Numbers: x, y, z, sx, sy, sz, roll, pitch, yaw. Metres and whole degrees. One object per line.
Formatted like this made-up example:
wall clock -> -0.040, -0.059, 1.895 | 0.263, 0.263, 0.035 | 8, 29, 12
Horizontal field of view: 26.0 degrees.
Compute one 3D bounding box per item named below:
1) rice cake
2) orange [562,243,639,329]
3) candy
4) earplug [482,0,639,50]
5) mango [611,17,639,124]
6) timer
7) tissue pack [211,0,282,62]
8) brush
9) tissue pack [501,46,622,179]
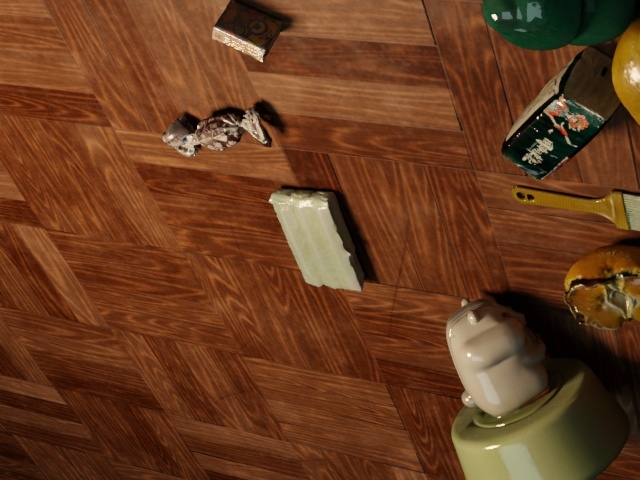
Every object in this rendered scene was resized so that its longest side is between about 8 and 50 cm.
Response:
rice cake -> 0.000, 0.000, 2.339 | 0.127, 0.043, 0.237 | 7, 144, 27
orange -> 0.441, 0.063, 2.034 | 0.170, 0.112, 0.160 | 15, 143, -27
candy -> -0.162, -0.171, 2.212 | 0.226, 0.051, 0.094 | -8, 145, 46
earplug -> 0.323, -0.291, 1.559 | 0.257, 0.280, 0.164 | -137, 28, -61
mango -> 0.494, -0.157, 1.555 | 0.365, 0.182, 0.253 | 15, 156, -18
timer -> 0.314, 0.236, 2.279 | 0.291, 0.291, 0.315 | -14, 110, 47
tissue pack -> -0.104, -0.298, 1.965 | 0.083, 0.063, 0.035 | 24, 151, 3
brush -> 0.380, -0.052, 2.008 | 0.218, 0.010, 0.082 | 10, 145, 28
tissue pack -> 0.320, -0.163, 1.806 | 0.090, 0.103, 0.170 | 36, 148, -1
